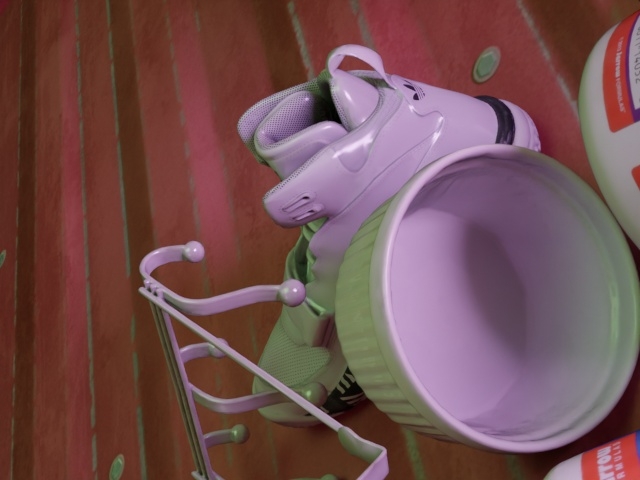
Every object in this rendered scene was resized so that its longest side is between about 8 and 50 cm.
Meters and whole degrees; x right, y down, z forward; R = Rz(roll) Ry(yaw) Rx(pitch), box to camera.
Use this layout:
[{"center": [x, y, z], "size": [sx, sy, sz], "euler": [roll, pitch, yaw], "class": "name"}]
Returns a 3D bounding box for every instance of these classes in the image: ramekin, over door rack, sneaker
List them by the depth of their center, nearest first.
[{"center": [0.108, 0.046, 0.816], "size": [0.109, 0.207, 0.207], "euler": [-24, 50, 62], "class": "ramekin"}, {"center": [-0.019, 0.163, 0.914], "size": [0.324, 0.108, 0.239], "euler": [42, 150, 48], "class": "over door rack"}, {"center": [0.000, 0.000, 0.995], "size": [0.366, 0.210, 0.137], "euler": [-52, 34, 24], "class": "sneaker"}]

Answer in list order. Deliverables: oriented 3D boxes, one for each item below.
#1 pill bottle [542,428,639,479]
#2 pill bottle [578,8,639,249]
[{"center": [0.174, 0.140, 0.529], "size": [0.222, 0.124, 0.124], "euler": [-27, 45, 16], "class": "pill bottle"}, {"center": [0.308, -0.099, 0.615], "size": [0.323, 0.182, 0.181], "euler": [-28, 48, 46], "class": "pill bottle"}]
